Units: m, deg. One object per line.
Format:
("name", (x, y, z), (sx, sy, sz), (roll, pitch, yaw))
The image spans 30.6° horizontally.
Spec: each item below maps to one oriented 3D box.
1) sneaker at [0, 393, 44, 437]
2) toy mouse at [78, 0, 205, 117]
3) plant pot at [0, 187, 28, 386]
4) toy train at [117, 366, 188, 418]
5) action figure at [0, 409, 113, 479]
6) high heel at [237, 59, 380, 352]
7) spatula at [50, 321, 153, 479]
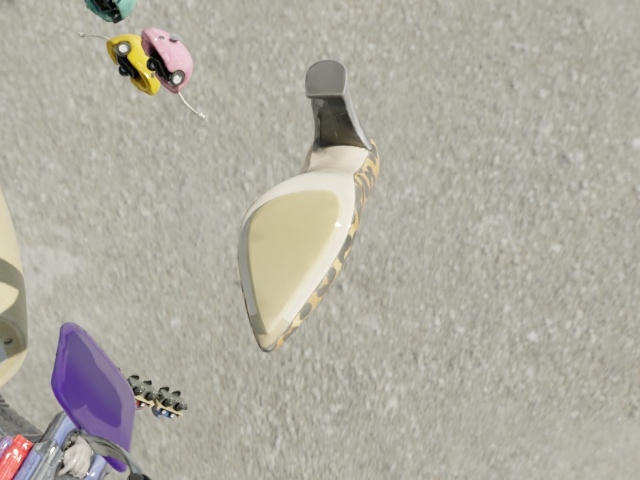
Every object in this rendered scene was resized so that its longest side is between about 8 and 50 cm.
("sneaker", (-0.458, 0.259, 1.512), (0.319, 0.112, 0.131), (36, 97, 29))
("toy mouse", (-0.145, -0.172, 0.953), (0.031, 0.143, 0.161), (-40, 71, -20))
("plant pot", (-0.440, 0.046, 1.317), (0.256, 0.257, 0.274), (-29, 49, -16))
("toy train", (-0.201, 0.170, 1.288), (0.036, 0.158, 0.027), (-45, 53, 10))
("action figure", (-0.309, 0.338, 1.195), (0.330, 0.178, 0.341), (55, 46, -22))
("high heel", (0.000, 0.000, 1.012), (0.093, 0.186, 0.261), (8, 65, 14))
("spatula", (-0.109, 0.128, 0.644), (0.030, 0.084, 0.296), (-35, 27, -5))
